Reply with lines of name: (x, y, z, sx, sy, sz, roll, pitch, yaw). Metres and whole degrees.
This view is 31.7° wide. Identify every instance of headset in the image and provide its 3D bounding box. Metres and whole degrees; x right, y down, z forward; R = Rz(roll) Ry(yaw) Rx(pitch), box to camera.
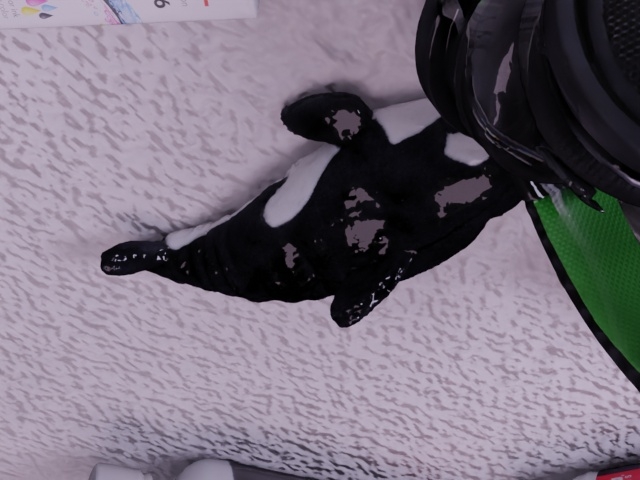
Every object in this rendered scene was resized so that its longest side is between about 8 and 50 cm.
headset: (0.103, -0.077, 0.480, 0.185, 0.243, 0.394, -24, 104, -9)

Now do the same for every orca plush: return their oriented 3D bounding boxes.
orca plush: (0.000, 0.000, 0.671, 0.287, 0.102, 0.151, -10, 137, 14)

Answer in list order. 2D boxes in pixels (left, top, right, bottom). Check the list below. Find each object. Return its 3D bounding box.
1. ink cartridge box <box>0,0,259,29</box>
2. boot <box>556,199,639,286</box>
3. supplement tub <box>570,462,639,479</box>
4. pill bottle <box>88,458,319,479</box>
ink cartridge box: (-0.091, -0.163, 0.518, 0.198, 0.067, 0.115, -2, 138, 6)
boot: (0.261, -0.021, 0.667, 0.190, 0.076, 0.208, 16, 130, -17)
supplement tub: (0.298, 0.265, 0.887, 0.272, 0.191, 0.191, -16, 135, 20)
pill bottle: (-0.046, 0.281, 0.938, 0.319, 0.176, 0.176, 15, 137, -14)
